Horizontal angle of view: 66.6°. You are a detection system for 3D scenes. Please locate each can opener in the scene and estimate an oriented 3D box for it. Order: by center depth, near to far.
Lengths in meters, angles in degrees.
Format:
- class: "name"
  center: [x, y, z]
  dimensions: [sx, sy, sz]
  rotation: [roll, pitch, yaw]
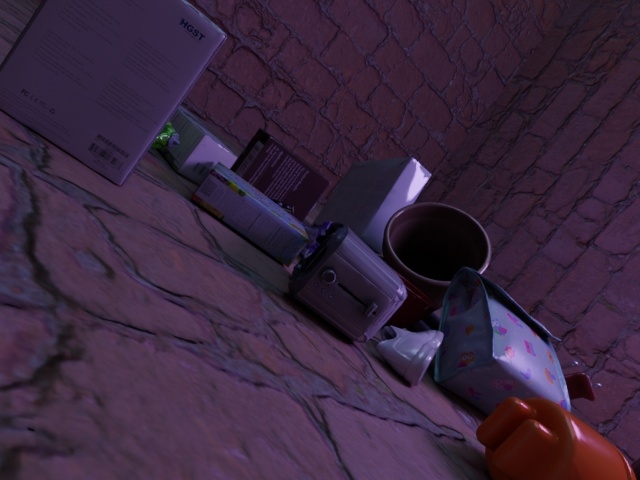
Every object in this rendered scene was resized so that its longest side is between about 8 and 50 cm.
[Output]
- class: "can opener"
  center: [0.294, 0.256, 1.123]
  dimensions: [0.280, 0.074, 0.093]
  rotation: [49, -22, 53]

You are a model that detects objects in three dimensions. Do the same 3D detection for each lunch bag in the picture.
- class: "lunch bag"
  center: [0.347, 0.196, 0.949]
  dimensions: [0.223, 0.160, 0.262]
  rotation: [37, 40, -17]

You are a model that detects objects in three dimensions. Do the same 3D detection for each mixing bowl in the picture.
- class: "mixing bowl"
  center: [0.146, 0.122, 1.033]
  dimensions: [0.181, 0.098, 0.181]
  rotation: [37, 7, -5]

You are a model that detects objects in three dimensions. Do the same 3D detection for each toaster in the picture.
- class: "toaster"
  center: [0.041, 0.062, 0.765]
  dimensions: [0.146, 0.129, 0.227]
  rotation: [41, 4, -5]

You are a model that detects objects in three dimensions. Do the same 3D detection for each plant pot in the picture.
- class: "plant pot"
  center: [0.283, 0.069, 1.263]
  dimensions: [0.263, 0.263, 0.229]
  rotation: [41, -29, 28]

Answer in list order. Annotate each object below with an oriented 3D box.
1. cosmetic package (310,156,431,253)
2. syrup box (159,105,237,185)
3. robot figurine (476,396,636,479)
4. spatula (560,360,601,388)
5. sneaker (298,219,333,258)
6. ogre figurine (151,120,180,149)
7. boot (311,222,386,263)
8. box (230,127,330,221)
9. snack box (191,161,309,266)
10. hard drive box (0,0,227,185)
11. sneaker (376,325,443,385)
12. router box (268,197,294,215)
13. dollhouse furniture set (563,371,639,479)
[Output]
- class: "cosmetic package"
  center: [0.143, -0.118, 1.541]
  dimensions: [0.097, 0.284, 0.377]
  rotation: [35, -7, -22]
- class: "syrup box"
  center: [-0.283, -0.210, 1.034]
  dimensions: [0.093, 0.096, 0.237]
  rotation: [34, 7, -48]
- class: "robot figurine"
  center: [0.296, 0.281, 0.600]
  dimensions: [0.219, 0.128, 0.158]
  rotation: [36, -28, -18]
- class: "spatula"
  center: [0.588, 0.374, 1.281]
  dimensions: [0.168, 0.242, 0.019]
  rotation: [38, 44, -23]
- class: "sneaker"
  center: [0.000, 0.000, 1.077]
  dimensions: [0.095, 0.105, 0.236]
  rotation: [32, 7, -31]
- class: "ogre figurine"
  center: [-0.331, -0.219, 0.889]
  dimensions: [0.118, 0.097, 0.197]
  rotation: [9, 8, -39]
- class: "boot"
  center: [0.068, 0.030, 1.305]
  dimensions: [0.229, 0.091, 0.263]
  rotation: [38, 8, -6]
- class: "box"
  center: [-0.117, -0.161, 1.286]
  dimensions: [0.203, 0.168, 0.167]
  rotation: [35, 6, -25]
- class: "snack box"
  center: [-0.127, -0.054, 0.903]
  dimensions: [0.207, 0.070, 0.174]
  rotation: [35, 6, -13]
- class: "hard drive box"
  center: [-0.257, -0.217, 0.607]
  dimensions: [0.181, 0.232, 0.089]
  rotation: [36, 7, -20]
- class: "sneaker"
  center: [0.146, 0.173, 0.814]
  dimensions: [0.094, 0.080, 0.212]
  rotation: [27, 4, 18]
- class: "router box"
  center: [-0.120, -0.075, 1.093]
  dimensions: [0.092, 0.038, 0.122]
  rotation: [14, 0, 13]
- class: "dollhouse furniture set"
  center: [0.667, 0.453, 1.100]
  dimensions: [0.374, 0.201, 0.152]
  rotation: [40, 7, 14]
